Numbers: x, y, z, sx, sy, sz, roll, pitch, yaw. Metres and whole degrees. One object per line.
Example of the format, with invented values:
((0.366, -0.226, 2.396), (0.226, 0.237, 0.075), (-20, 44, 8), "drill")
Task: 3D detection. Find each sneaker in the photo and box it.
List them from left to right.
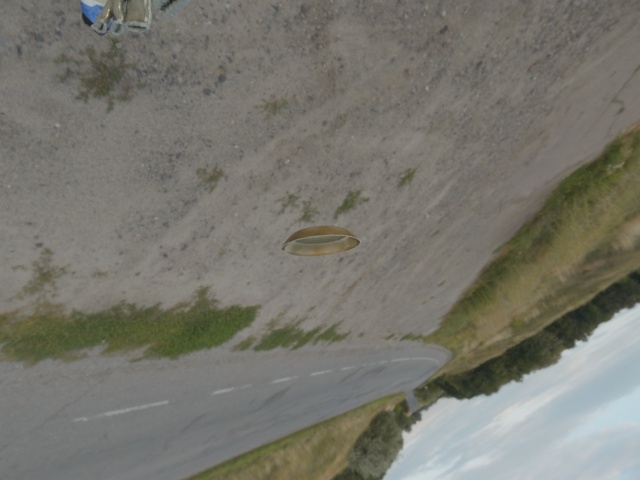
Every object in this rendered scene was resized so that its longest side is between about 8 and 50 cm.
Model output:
((-0.548, -0.572, 1.066), (0.152, 0.058, 0.084), (21, 133, -11), "sneaker")

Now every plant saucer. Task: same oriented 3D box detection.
((0.000, 0.000, 0.426), (0.084, 0.015, 0.083), (-5, 164, -1), "plant saucer")

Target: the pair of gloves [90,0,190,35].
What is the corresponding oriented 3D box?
((-0.109, -0.265, 0.325), (0.042, 0.240, 0.204), (28, 84, -39), "pair of gloves")
